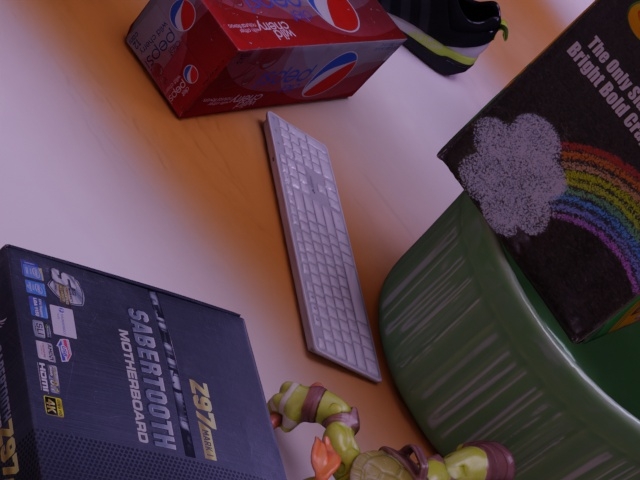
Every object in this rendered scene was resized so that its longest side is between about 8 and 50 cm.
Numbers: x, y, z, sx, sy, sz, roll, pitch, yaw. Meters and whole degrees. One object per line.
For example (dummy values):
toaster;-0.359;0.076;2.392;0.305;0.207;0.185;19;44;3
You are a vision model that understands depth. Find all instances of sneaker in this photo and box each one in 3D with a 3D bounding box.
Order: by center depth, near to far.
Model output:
sneaker;0.091;-0.263;1.551;0.234;0.097;0.084;31;34;-25

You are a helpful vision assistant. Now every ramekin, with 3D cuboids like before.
ramekin;0.190;0.084;1.219;0.303;0.148;0.303;31;34;-24

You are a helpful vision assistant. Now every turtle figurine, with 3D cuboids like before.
turtle figurine;0.046;0.165;1.006;0.217;0.087;0.269;10;46;-45

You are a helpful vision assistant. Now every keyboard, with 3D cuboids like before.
keyboard;0.000;0.000;1.215;0.072;0.014;0.256;23;38;-34

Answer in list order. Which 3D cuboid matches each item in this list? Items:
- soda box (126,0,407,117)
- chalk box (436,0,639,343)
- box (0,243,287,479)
soda box;-0.040;-0.170;1.296;0.092;0.083;0.263;54;32;14
chalk box;0.265;-0.090;1.080;0.180;0.289;0.179;55;32;14
box;-0.106;0.125;0.893;0.183;0.059;0.233;21;39;-38
